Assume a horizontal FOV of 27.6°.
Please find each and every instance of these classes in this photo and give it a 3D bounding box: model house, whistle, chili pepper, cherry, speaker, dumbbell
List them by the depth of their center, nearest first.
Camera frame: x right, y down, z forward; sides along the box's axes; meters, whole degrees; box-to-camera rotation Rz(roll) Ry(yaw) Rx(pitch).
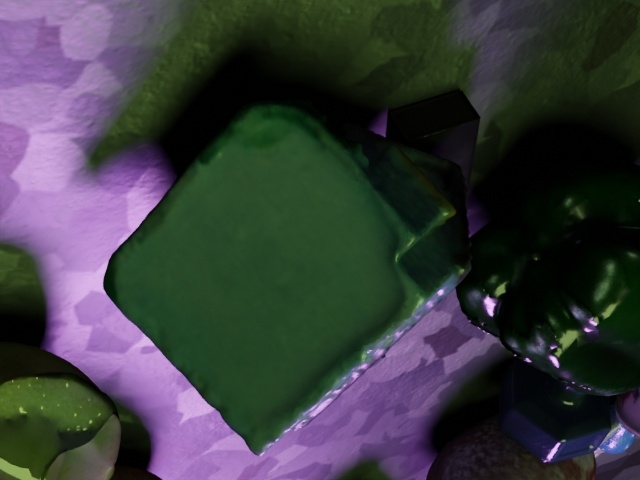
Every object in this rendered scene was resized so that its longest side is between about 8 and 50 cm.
[{"bbox_3d":[0.000,0.000,1.172,0.280,0.230,0.249,-44,177,29],"label":"model house"},{"bbox_3d":[0.105,-0.051,1.289,0.082,0.044,0.218,-18,145,-15],"label":"speaker"},{"bbox_3d":[0.283,0.039,1.363,0.248,0.233,0.257,-52,148,18],"label":"chili pepper"},{"bbox_3d":[0.337,0.142,1.630,0.144,0.156,0.316,-40,160,-41],"label":"dumbbell"},{"bbox_3d":[0.251,0.352,1.793,0.285,0.213,0.236,-46,176,-14],"label":"cherry"},{"bbox_3d":[0.455,0.276,1.953,0.114,0.077,0.235,-18,151,-41],"label":"whistle"}]

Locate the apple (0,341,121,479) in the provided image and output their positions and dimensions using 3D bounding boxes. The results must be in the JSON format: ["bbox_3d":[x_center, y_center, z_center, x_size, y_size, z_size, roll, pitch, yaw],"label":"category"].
[{"bbox_3d":[-0.298,0.185,1.215,0.207,0.173,0.188,-30,127,8],"label":"apple"}]

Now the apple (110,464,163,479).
[{"bbox_3d":[-0.251,0.386,1.464,0.257,0.234,0.256,-20,143,-15],"label":"apple"}]

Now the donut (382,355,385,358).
[{"bbox_3d":[0.030,0.122,1.458,0.083,0.067,0.037,7,125,7],"label":"donut"}]

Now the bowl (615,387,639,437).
[{"bbox_3d":[0.532,0.121,1.671,0.337,0.337,0.157,-20,107,-11],"label":"bowl"}]
